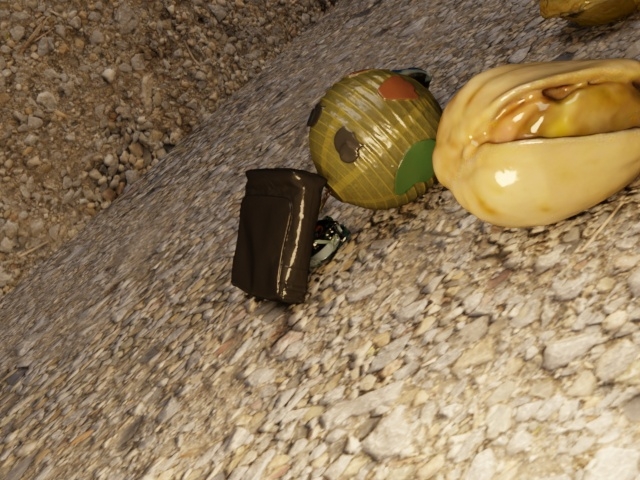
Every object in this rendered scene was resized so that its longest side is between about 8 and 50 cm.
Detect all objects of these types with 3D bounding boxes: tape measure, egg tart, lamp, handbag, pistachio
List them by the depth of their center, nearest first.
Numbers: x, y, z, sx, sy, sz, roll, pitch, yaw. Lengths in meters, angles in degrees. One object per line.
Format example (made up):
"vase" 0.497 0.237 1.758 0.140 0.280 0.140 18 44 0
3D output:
"pistachio" 0.307 -0.137 1.392 0.321 0.229 0.238 -15 -9 22
"handbag" -0.070 -0.011 1.739 0.080 0.223 0.247 7 1 -25
"lamp" 0.080 -0.154 1.749 0.284 0.250 0.250 -47 20 -1
"tape measure" -0.002 0.001 1.767 0.094 0.054 0.091 -43 24 -6
"egg tart" 0.572 -0.506 2.031 0.290 0.115 0.290 -31 19 12

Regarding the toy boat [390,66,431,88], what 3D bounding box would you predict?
"toy boat" 0.124 -0.282 2.165 0.115 0.114 0.262 15 53 48
